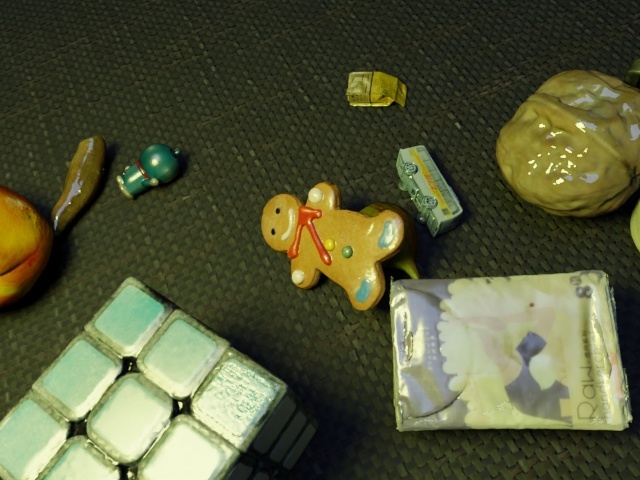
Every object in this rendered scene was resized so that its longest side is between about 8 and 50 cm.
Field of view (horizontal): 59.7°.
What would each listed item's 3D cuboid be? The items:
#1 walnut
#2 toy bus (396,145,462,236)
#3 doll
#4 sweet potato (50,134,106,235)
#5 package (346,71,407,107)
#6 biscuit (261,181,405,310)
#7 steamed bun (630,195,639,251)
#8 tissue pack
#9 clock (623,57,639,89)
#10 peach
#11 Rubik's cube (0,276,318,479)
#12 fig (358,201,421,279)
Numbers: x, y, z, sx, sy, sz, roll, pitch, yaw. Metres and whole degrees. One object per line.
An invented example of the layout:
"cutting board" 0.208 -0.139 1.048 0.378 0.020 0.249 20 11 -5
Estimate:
"walnut" 0.460 -0.172 1.004 0.227 0.273 0.273 1 54 -34
"toy bus" 0.210 -0.100 1.102 0.075 0.064 0.190 -17 60 -14
"doll" -0.367 -0.154 1.208 0.152 0.085 0.114 -36 51 0
"sweet potato" -0.526 -0.116 1.218 0.077 0.077 0.243 8 72 13
"package" 0.126 -0.338 1.249 0.131 0.047 0.071 6 60 14
"biscuit" -0.002 -0.001 1.019 0.324 0.049 0.205 29 107 39
"steamed bun" 0.661 -0.065 0.960 0.242 0.146 0.164 -22 63 2
"tissue pack" 0.286 0.175 0.887 0.344 0.125 0.242 -2 73 6
"clock" 0.667 -0.226 0.970 0.273 0.279 0.049 32 101 20
"peach" -0.661 0.000 1.077 0.281 0.238 0.281 3 40 -3
"Rubik's cube" -0.217 0.290 0.816 0.305 0.303 0.301 27 68 23
"fig" 0.141 0.037 1.012 0.124 0.124 0.236 -27 72 -6
